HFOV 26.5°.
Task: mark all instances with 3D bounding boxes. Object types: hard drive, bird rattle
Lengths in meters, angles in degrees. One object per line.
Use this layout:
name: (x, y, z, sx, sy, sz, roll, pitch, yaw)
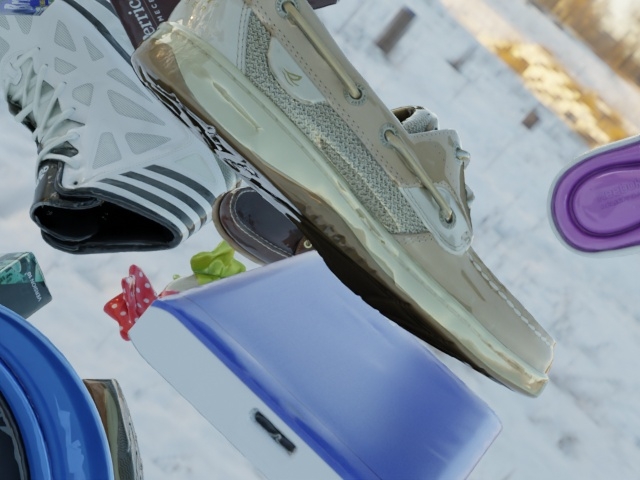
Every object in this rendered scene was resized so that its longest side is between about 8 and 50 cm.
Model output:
hard drive: (0.015, 0.101, 0.942, 0.210, 0.040, 0.319, 43, 15, 9)
bird rattle: (-0.179, 0.099, 2.001, 0.207, 0.143, 0.253, 39, 25, 17)

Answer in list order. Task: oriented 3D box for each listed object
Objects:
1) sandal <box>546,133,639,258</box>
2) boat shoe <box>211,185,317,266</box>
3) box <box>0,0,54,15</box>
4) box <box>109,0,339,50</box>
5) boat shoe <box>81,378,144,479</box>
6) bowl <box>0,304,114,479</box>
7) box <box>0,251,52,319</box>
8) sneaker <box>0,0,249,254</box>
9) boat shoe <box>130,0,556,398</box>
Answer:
sandal: (0.412, -0.080, 1.404, 0.102, 0.416, 0.169, -11, 74, -56)
boat shoe: (0.000, 0.000, 1.266, 0.207, 0.073, 0.073, 23, -23, -29)
box: (-0.240, -0.234, 1.126, 0.054, 0.059, 0.169, -4, -5, -26)
box: (-0.095, -0.297, 1.241, 0.167, 0.203, 0.168, -84, 155, -50)
boat shoe: (-0.225, 0.293, 1.293, 0.122, 0.120, 0.323, 100, -15, -76)
bowl: (-0.309, 0.222, 0.935, 0.077, 0.391, 0.391, 6, -13, 38)
box: (-0.412, 0.109, 1.136, 0.322, 0.232, 0.058, -43, 119, -49)
sneaker: (-0.308, -0.150, 1.622, 0.448, 0.169, 0.257, 34, 42, 6)
boat shoe: (0.043, -0.031, 0.824, 0.341, 0.110, 0.122, 44, -9, -25)
